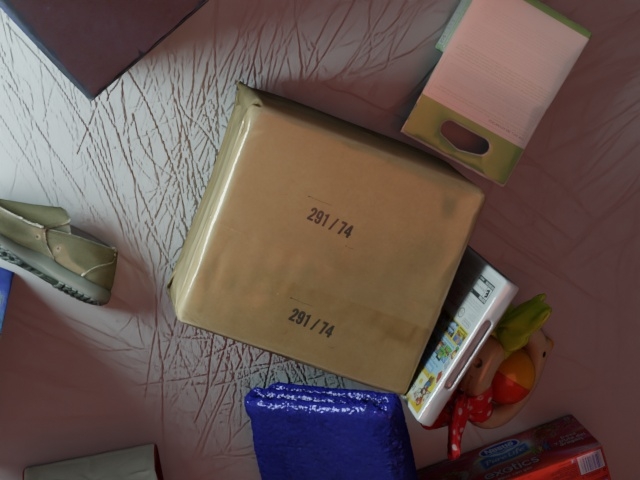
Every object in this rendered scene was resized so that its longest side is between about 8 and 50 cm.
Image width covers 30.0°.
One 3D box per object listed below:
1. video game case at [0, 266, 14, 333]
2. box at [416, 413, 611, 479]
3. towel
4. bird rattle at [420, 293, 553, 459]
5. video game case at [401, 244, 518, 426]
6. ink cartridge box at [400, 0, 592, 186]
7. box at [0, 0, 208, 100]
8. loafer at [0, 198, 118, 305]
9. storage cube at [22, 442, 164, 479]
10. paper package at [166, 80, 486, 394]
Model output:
[{"bbox_3d":[-0.446,0.172,1.447,0.061,0.269,0.244,21,100,-15],"label":"video game case"},{"bbox_3d":[0.277,0.363,1.699,0.257,0.122,0.128,-20,106,-5],"label":"box"},{"bbox_3d":[0.031,0.327,1.615,0.228,0.076,0.308,0,119,23],"label":"towel"},{"bbox_3d":[0.243,0.187,1.630,0.207,0.143,0.253,26,83,-50],"label":"bird rattle"},{"bbox_3d":[0.161,0.113,1.561,0.026,0.227,0.206,30,97,-16],"label":"video game case"},{"bbox_3d":[0.227,-0.214,1.583,0.171,0.056,0.235,27,101,-15],"label":"ink cartridge box"},{"bbox_3d":[-0.293,-0.331,1.335,0.183,0.296,0.294,-42,107,1],"label":"box"},{"bbox_3d":[-0.365,-0.009,1.521,0.251,0.094,0.087,34,71,-25],"label":"loafer"},{"bbox_3d":[-0.290,0.405,1.577,0.215,0.183,0.193,-9,105,-8],"label":"storage cube"},{"bbox_3d":[0.000,0.000,1.538,0.325,0.168,0.309,19,101,-15],"label":"paper package"}]
